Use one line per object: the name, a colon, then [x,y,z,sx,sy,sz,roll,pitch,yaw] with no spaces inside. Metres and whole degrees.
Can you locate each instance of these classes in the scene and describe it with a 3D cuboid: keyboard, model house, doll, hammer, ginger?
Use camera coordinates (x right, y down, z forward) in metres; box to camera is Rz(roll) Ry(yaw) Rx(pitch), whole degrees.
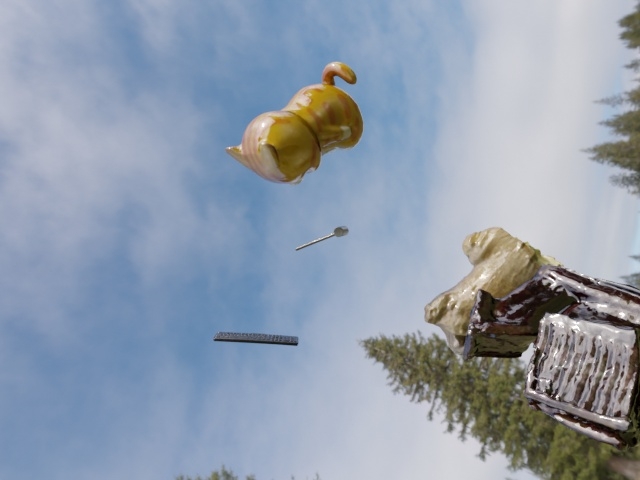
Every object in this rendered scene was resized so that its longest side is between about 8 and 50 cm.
keyboard: [-0.117,0.181,0.779,0.053,0.155,0.010,-175,89,-86]
model house: [0.244,0.116,0.420,0.164,0.203,0.141,-35,-65,-18]
doll: [-0.033,-0.211,0.839,0.269,0.167,0.162,-48,-66,-29]
hammer: [0.000,0.000,0.792,0.035,0.110,0.019,-14,-99,-67]
ginger: [0.323,0.095,0.810,0.276,0.130,0.221,-24,-81,1]
